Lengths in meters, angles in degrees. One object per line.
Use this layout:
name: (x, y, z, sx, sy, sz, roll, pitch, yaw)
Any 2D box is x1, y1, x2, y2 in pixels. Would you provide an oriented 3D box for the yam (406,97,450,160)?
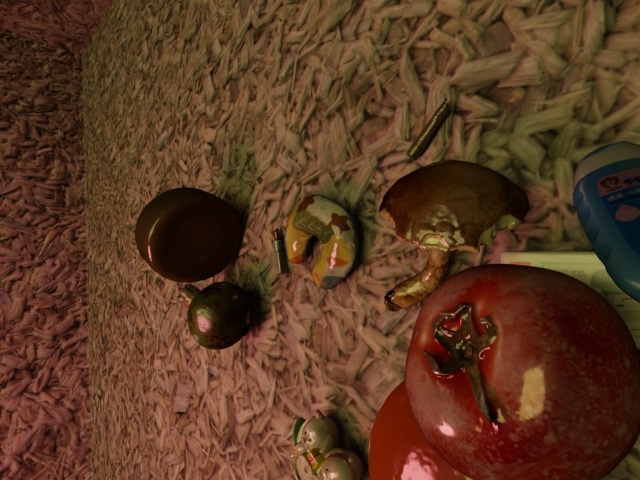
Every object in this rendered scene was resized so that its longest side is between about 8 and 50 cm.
yam: (0.219, -0.220, 0.801, 0.129, 0.027, 0.033, -56, 13, 27)

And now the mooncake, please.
mooncake: (-0.393, -0.020, 1.191, 0.156, 0.285, 0.284, 30, 107, 43)

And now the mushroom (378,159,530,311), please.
mushroom: (0.219, -0.020, 0.730, 0.301, 0.233, 0.207, 90, 172, -64)

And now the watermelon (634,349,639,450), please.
watermelon: (0.438, 0.166, 0.449, 0.154, 0.094, 0.241, 21, 132, 18)

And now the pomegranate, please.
pomegranate: (-0.306, 0.200, 1.144, 0.248, 0.202, 0.201, 25, 105, 17)

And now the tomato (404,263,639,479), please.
tomato: (0.242, 0.166, 0.499, 0.270, 0.227, 0.270, -44, 30, 34)

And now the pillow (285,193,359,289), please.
pillow: (0.000, 0.000, 0.964, 0.233, 0.086, 0.213, 39, 124, 35)

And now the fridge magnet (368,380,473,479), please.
fridge magnet: (0.234, 0.391, 0.642, 0.364, 0.155, 0.362, -11, 74, 43)

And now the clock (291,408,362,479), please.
clock: (0.013, 0.484, 0.890, 0.231, 0.103, 0.144, 43, 124, 38)

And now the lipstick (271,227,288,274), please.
lipstick: (-0.115, 0.028, 1.096, 0.030, 0.030, 0.129, -19, 74, 41)

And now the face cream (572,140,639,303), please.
face cream: (0.408, -0.037, 0.500, 0.149, 0.083, 0.263, -5, 43, 15)

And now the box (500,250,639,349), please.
box: (0.400, 0.082, 0.571, 0.270, 0.079, 0.134, -1, 86, 43)
